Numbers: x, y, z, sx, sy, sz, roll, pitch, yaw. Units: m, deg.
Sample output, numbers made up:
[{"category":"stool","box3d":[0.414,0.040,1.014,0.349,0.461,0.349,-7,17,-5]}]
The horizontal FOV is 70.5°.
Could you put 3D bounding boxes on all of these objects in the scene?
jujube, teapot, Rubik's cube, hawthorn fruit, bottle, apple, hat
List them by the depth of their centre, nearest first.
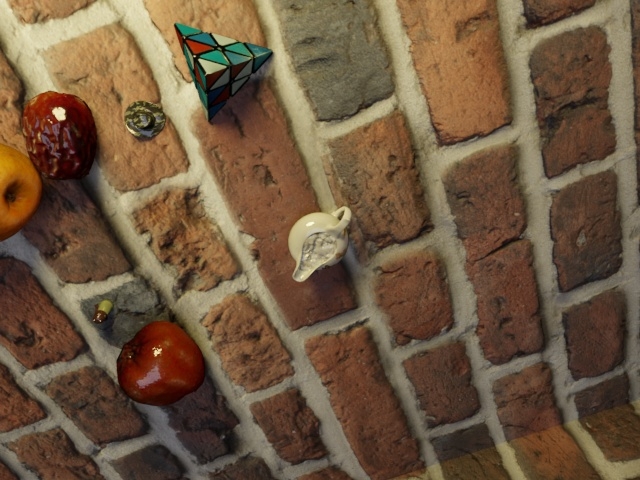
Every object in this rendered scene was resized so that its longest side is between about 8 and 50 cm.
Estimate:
[{"category":"apple","box3d":[-0.941,-0.134,1.263,0.275,0.299,0.299,1,118,14]},{"category":"jujube","box3d":[-0.729,-0.293,1.273,0.183,0.183,0.243,3,105,-7]},{"category":"Rubik's cube","box3d":[-0.333,-0.456,1.293,0.250,0.284,0.234,30,135,7]},{"category":"hat","box3d":[-0.521,-0.356,1.334,0.121,0.050,0.121,-3,115,-7]},{"category":"teapot","box3d":[0.000,0.000,1.513,0.204,0.139,0.298,28,111,-15]},{"category":"bottle","box3d":[-0.766,0.252,1.582,0.063,0.101,0.047,36,108,-20]},{"category":"hawthorn fruit","box3d":[-0.561,0.441,1.608,0.311,0.295,0.295,15,114,-14]}]
